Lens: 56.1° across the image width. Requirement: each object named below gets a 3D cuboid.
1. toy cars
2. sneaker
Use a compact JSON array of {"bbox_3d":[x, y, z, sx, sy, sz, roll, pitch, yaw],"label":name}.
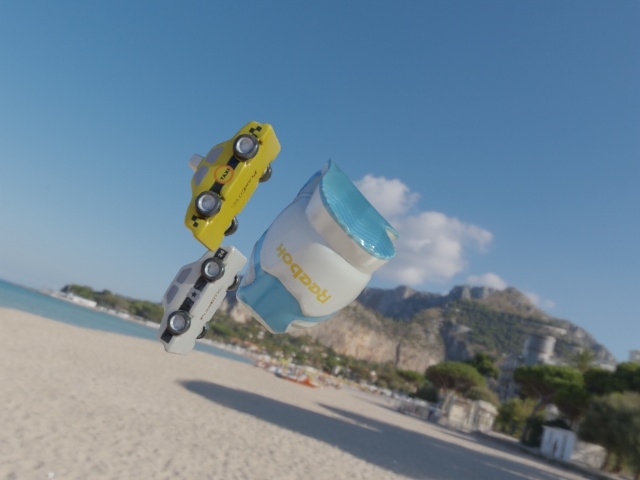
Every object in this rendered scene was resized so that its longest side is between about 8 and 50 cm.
[{"bbox_3d":[-0.171,-0.002,0.894,0.087,0.394,0.176,29,31,14],"label":"toy cars"},{"bbox_3d":[0.000,0.000,0.447,0.087,0.092,0.228,47,12,2],"label":"sneaker"}]
